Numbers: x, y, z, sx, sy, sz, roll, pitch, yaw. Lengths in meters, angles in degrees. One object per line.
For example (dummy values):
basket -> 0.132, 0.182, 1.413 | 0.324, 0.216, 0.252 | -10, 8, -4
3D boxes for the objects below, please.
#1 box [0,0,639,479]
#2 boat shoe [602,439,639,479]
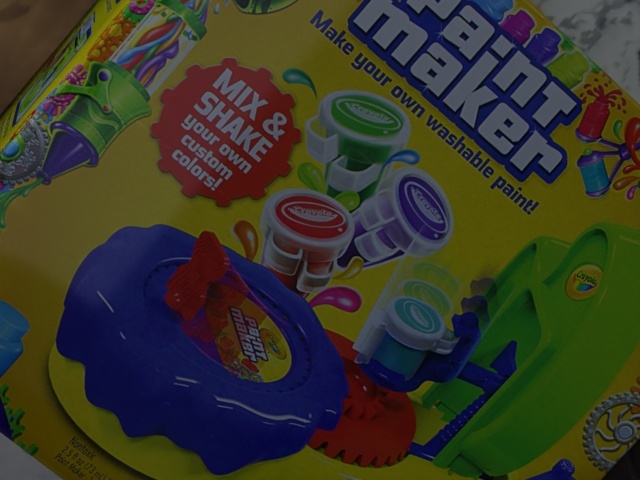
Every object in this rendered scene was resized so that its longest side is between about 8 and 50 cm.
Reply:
box -> 0.000, 0.000, 0.738 | 0.290, 0.177, 0.279 | 39, 96, -15
boat shoe -> 0.225, 0.145, 0.840 | 0.116, 0.123, 0.325 | -4, 92, -38
